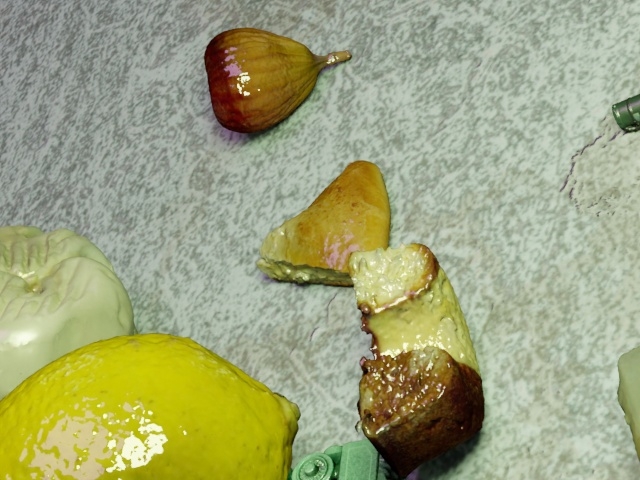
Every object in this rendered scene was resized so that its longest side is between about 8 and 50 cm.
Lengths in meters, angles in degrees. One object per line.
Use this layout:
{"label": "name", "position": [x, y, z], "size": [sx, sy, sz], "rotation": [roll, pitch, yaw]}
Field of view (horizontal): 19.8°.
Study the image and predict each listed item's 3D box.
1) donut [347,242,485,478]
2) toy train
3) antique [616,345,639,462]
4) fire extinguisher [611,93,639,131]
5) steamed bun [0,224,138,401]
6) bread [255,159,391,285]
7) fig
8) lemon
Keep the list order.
{"label": "donut", "position": [0.084, 0.102, 1.534], "size": [0.085, 0.141, 0.217], "rotation": [-20, 43, 13]}
{"label": "toy train", "position": [0.024, 0.240, 1.514], "size": [0.099, 0.070, 0.172], "rotation": [-14, 45, 23]}
{"label": "antique", "position": [0.363, 0.103, 1.285], "size": [0.284, 0.125, 0.150], "rotation": [-31, 40, 16]}
{"label": "fire extinguisher", "position": [0.303, -0.122, 1.632], "size": [0.083, 0.025, 0.038], "rotation": [-24, 80, 25]}
{"label": "steamed bun", "position": [-0.347, 0.139, 1.796], "size": [0.352, 0.247, 0.339], "rotation": [-10, 20, -14]}
{"label": "bread", "position": [0.018, 0.002, 1.752], "size": [0.154, 0.054, 0.136], "rotation": [-45, 41, 3]}
{"label": "fig", "position": [-0.057, -0.171, 1.962], "size": [0.119, 0.153, 0.119], "rotation": [13, 105, 59]}
{"label": "lemon", "position": [-0.162, 0.203, 1.570], "size": [0.310, 0.253, 0.253], "rotation": [-27, 39, -2]}
